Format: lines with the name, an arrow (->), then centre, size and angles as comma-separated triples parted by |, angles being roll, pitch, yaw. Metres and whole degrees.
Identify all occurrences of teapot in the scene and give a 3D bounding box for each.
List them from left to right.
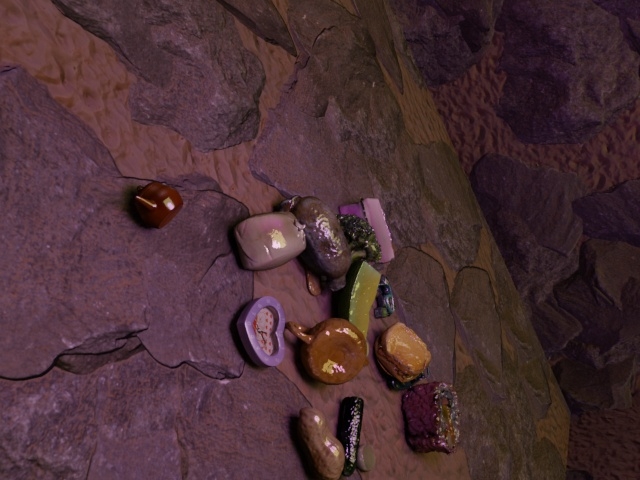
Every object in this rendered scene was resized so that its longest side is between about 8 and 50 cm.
teapot -> -0.404, -0.095, 1.417 | 0.173, 0.116, 0.116 | -63, 131, -81
teapot -> 0.024, 0.327, 1.790 | 0.311, 0.167, 0.203 | 29, 93, -16

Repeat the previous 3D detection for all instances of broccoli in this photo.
broccoli -> 0.102, -0.004, 2.021 | 0.226, 0.198, 0.176 | 2, 84, -38

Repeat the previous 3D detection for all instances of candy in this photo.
candy -> 0.183, -0.030, 2.217 | 0.155, 0.116, 0.265 | -13, 85, -58

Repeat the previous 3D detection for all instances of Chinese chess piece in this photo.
Chinese chess piece -> 0.145, 0.709, 1.885 | 0.084, 0.034, 0.084 | 33, 47, -44

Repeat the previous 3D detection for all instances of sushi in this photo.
sushi -> 0.424, 0.672, 2.188 | 0.236, 0.171, 0.270 | 29, 55, -47

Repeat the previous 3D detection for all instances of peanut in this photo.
peanut -> 0.001, 0.581, 1.656 | 0.110, 0.120, 0.236 | -22, 102, -18

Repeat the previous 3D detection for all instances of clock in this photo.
clock -> -0.173, 0.251, 1.611 | 0.172, 0.064, 0.198 | 27, 54, -48

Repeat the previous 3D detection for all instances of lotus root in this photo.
lotus root -> 0.002, -0.001, 1.880 | 0.349, 0.175, 0.175 | 59, 35, -10

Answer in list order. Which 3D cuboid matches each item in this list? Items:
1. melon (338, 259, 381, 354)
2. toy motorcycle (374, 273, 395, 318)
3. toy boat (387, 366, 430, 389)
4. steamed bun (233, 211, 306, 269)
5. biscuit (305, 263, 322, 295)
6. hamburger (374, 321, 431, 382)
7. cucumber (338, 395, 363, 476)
melon -> 0.118, 0.242, 1.947 | 0.196, 0.124, 0.323 | 109, -9, -74
toy motorcycle -> 0.241, 0.214, 2.241 | 0.100, 0.058, 0.173 | 10, 68, -47
toy boat -> 0.332, 0.508, 2.195 | 0.246, 0.103, 0.092 | -7, 89, -53
steamed bun -> -0.135, -0.007, 1.710 | 0.239, 0.153, 0.170 | -15, 86, -60
biscuit -> -0.024, 0.113, 1.937 | 0.071, 0.018, 0.147 | 12, 66, -50
hamburger -> 0.301, 0.408, 2.128 | 0.214, 0.108, 0.213 | 18, 40, -16
cucumber -> 0.089, 0.614, 1.815 | 0.074, 0.074, 0.241 | 42, 44, -37
